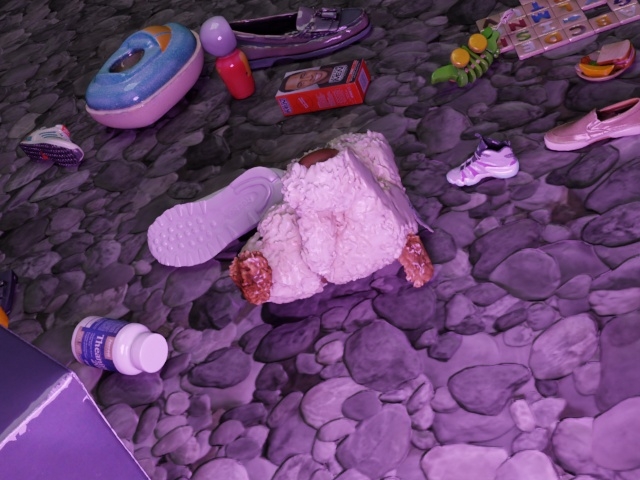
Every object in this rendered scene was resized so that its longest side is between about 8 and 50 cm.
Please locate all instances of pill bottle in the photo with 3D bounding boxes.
[{"bbox_3d":[-0.256,0.136,1.328,0.120,0.067,0.067,6,45,35],"label":"pill bottle"}]

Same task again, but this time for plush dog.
[{"bbox_3d":[0.000,0.000,1.294,0.225,0.211,0.262,-27,5,20],"label":"plush dog"}]

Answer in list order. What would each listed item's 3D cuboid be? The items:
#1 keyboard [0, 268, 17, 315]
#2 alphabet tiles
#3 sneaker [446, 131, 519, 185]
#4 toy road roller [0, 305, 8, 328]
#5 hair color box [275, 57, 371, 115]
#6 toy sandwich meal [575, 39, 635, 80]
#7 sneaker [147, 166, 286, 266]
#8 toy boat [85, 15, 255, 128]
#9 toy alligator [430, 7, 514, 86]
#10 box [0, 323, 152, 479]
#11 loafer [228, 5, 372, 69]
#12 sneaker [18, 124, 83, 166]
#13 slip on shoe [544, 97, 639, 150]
[{"bbox_3d":[-0.617,0.110,1.606,0.317,0.033,0.202,-19,36,6],"label":"keyboard"},{"bbox_3d":[0.370,-0.360,1.640,0.237,0.009,0.198,-18,36,9],"label":"alphabet tiles"},{"bbox_3d":[0.208,-0.112,1.368,0.098,0.069,0.038,-12,37,17],"label":"sneaker"},{"bbox_3d":[-0.522,0.184,1.274,0.202,0.241,0.330,3,44,34],"label":"toy road roller"},{"bbox_3d":[0.005,-0.249,1.684,0.141,0.043,0.072,-7,40,24],"label":"hair color box"},{"bbox_3d":[0.403,-0.257,1.472,0.085,0.029,0.086,-16,37,12],"label":"toy sandwich meal"},{"bbox_3d":[-0.137,-0.031,1.471,0.235,0.090,0.095,-23,2,18],"label":"sneaker"},{"bbox_3d":[-0.263,-0.317,1.838,0.318,0.148,0.267,1,42,31],"label":"toy boat"},{"bbox_3d":[0.248,-0.286,1.585,0.189,0.056,0.051,-40,78,-18],"label":"toy alligator"},{"bbox_3d":[-0.315,0.237,1.041,0.296,0.294,0.183,19,54,45],"label":"box"},{"bbox_3d":[-0.046,-0.372,1.834,0.267,0.084,0.096,-12,37,17],"label":"loafer"},{"bbox_3d":[-0.472,-0.180,1.863,0.161,0.057,0.075,8,52,41],"label":"sneaker"},{"bbox_3d":[0.359,-0.154,1.356,0.135,0.041,0.051,-8,39,22],"label":"slip on shoe"}]
